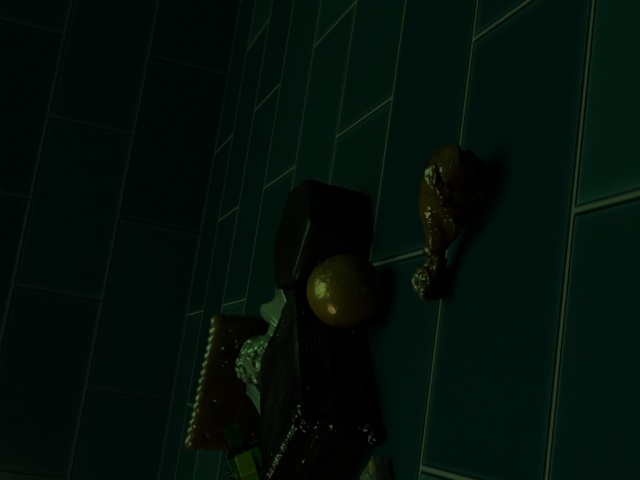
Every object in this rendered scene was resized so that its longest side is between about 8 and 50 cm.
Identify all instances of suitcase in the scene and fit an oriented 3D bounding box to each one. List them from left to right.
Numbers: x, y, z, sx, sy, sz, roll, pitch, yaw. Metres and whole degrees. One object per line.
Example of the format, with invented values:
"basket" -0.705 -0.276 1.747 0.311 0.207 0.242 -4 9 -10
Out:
"suitcase" -0.010 0.278 1.624 0.335 0.152 0.230 -95 25 -50

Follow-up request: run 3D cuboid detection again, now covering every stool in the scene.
"stool" 0.000 0.000 1.780 0.232 0.141 0.232 -168 90 -74

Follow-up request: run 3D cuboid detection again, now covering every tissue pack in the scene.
"tissue pack" 0.089 0.387 1.410 0.083 0.035 0.063 -98 25 -50

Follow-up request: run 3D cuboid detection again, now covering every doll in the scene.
"doll" -0.150 0.510 1.979 0.134 0.106 0.186 70 177 -54

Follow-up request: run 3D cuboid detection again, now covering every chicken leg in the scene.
"chicken leg" 0.176 -0.024 1.300 0.087 0.107 0.252 47 134 49

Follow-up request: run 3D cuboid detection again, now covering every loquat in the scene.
"loquat" 0.044 0.087 1.583 0.141 0.141 0.141 -169 90 -74

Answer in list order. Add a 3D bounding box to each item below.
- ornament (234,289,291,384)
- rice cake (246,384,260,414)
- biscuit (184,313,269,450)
"ornament" -0.086 0.200 1.990 0.285 0.130 0.120 -60 40 28
"rice cake" -0.106 0.359 1.992 0.226 0.085 0.040 -142 69 -71
"biscuit" -0.192 0.332 2.099 0.044 0.217 0.325 18 95 52
